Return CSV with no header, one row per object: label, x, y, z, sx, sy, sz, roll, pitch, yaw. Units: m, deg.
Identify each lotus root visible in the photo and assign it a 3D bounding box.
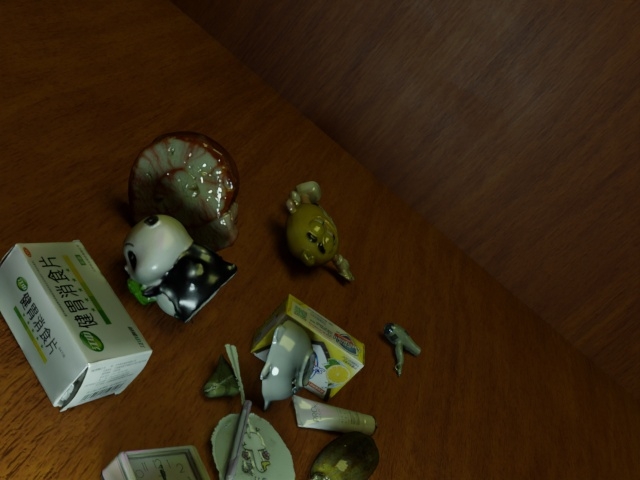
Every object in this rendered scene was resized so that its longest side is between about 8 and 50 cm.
lotus root,0.061,0.533,1.922,0.124,0.123,0.241,40,20,17

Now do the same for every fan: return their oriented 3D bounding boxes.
fan,-0.166,0.420,1.830,0.233,0.012,0.414,21,41,-41

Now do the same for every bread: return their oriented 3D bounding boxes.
bread,-0.364,-0.126,2.147,0.295,0.327,0.114,2,21,10

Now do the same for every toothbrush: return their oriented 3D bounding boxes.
toothbrush,-0.182,0.479,1.705,0.029,0.024,0.354,44,30,-23

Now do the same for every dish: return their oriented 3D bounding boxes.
dish,-0.069,0.314,1.966,0.086,0.228,0.236,14,-20,15

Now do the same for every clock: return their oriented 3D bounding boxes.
clock,-0.303,0.470,1.533,0.192,0.071,0.147,11,38,-49

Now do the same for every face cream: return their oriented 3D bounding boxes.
face cream,0.035,0.461,2.089,0.244,0.058,0.092,19,37,-31

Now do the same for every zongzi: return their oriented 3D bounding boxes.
zongzi,-0.245,0.314,1.896,0.104,0.052,0.113,12,44,-55

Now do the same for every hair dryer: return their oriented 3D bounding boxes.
hair dryer,0.281,0.373,2.623,0.167,0.067,0.199,28,38,-41

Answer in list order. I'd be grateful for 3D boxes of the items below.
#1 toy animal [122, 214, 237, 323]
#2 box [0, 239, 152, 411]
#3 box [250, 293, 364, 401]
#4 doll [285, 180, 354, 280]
toy animal,-0.367,0.070,1.963,0.267,0.212,0.212,37,24,-2
box,-0.511,0.165,1.641,0.333,0.145,0.173,52,28,20
box,-0.031,0.287,2.140,0.265,0.168,0.097,37,22,-15
doll,-0.014,-0.030,2.722,0.348,0.161,0.423,36,25,-48
